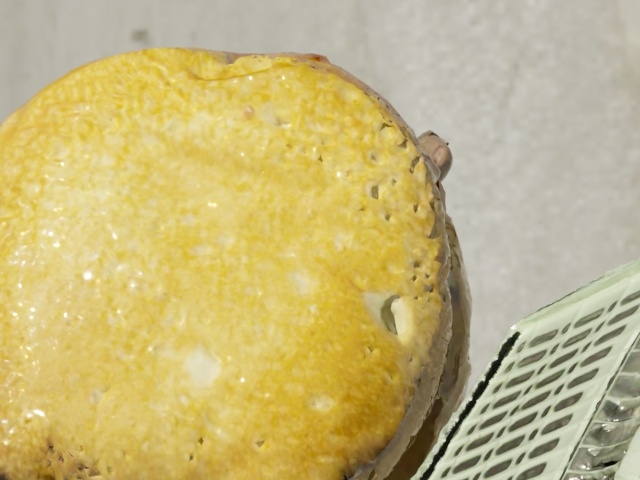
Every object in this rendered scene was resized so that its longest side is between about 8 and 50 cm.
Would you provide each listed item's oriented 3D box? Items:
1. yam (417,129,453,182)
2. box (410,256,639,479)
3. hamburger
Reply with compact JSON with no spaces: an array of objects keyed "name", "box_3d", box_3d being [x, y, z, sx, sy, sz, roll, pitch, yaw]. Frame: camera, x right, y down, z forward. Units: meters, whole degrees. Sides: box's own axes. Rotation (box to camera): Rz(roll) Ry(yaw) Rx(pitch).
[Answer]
[{"name":"yam","box_3d":[0.000,0.000,1.456,0.046,0.264,0.046,46,160,21]},{"name":"box","box_3d":[0.169,0.112,0.819,0.220,0.166,0.290,-55,13,-32]},{"name":"hamburger","box_3d":[-0.064,0.055,1.039,0.170,0.290,0.314,78,-155,-69]}]
